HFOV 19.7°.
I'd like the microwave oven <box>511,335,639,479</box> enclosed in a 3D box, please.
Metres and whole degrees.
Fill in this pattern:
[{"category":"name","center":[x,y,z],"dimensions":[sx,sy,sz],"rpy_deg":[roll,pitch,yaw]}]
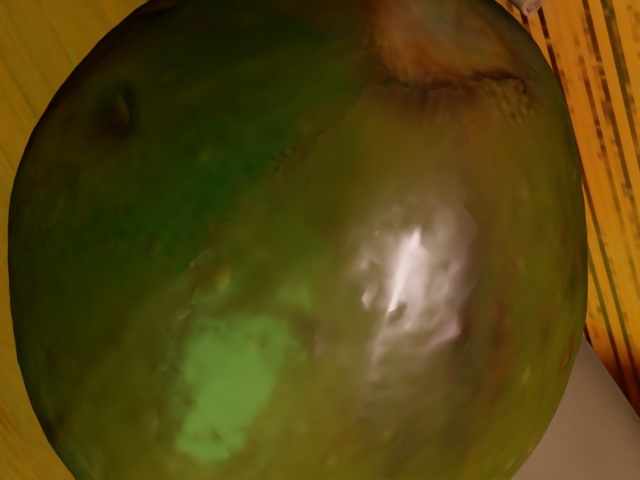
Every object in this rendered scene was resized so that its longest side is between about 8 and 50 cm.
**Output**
[{"category":"microwave oven","center":[0.051,0.161,0.729],"dimensions":[0.194,0.145,0.240],"rpy_deg":[60,155,17]}]

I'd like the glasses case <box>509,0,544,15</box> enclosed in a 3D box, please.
[{"category":"glasses case","center":[0.015,-0.132,0.438],"dimensions":[0.193,0.070,0.102],"rpy_deg":[39,146,-18]}]

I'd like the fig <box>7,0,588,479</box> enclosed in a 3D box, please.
[{"category":"fig","center":[0.000,0.000,0.547],"dimensions":[0.181,0.181,0.191],"rpy_deg":[29,142,-1]}]
